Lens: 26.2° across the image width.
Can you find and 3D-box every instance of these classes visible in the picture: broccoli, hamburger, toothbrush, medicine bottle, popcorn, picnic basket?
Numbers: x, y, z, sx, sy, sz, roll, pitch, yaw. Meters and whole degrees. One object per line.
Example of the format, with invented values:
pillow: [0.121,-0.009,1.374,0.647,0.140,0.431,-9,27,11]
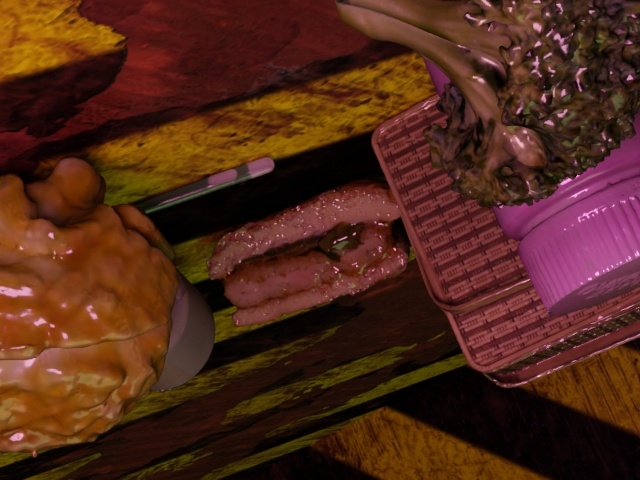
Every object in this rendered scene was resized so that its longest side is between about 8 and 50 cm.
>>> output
broccoli: [0.160,-0.168,1.055,0.235,0.260,0.288,11,101,-42]
hamburger: [0.000,0.000,1.606,0.262,0.124,0.131,-18,-164,28]
toothbrush: [-0.169,-0.038,1.423,0.257,0.018,0.024,-20,158,-8]
medicine bottle: [-0.208,0.084,1.541,0.143,0.143,0.258,-23,166,0]
popcorn: [-0.268,0.058,1.203,0.282,0.247,0.282,-18,151,-10]
picnic basket: [0.222,-0.021,1.478,0.228,0.312,0.175,-26,164,17]
medicine bottle: [0.229,-0.093,1.288,0.178,0.290,0.178,-22,165,-6]
